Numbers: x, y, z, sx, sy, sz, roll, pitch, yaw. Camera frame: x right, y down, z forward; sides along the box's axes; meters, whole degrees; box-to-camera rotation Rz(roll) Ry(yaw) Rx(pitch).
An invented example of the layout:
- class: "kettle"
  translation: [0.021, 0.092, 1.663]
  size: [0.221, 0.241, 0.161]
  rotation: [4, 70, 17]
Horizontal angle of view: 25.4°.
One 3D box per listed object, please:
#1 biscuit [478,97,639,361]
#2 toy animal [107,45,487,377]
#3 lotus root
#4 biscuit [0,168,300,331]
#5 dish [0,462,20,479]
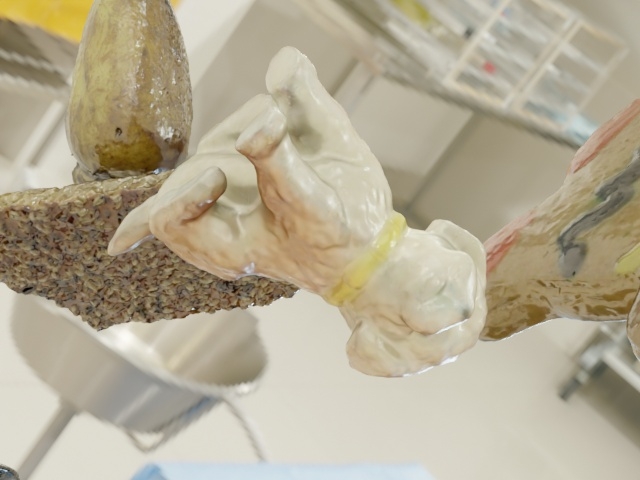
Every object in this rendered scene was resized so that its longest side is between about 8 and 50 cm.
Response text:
- class: "biscuit"
  translation: [0.314, -0.042, 1.224]
  size: [0.076, 0.368, 0.394]
  rotation: [52, -19, -19]
- class: "toy animal"
  translation: [-0.007, 0.013, 0.802]
  size: [0.185, 0.184, 0.104]
  rotation: [37, 45, -19]
- class: "lotus root"
  translation: [-0.140, -0.129, 1.055]
  size: [0.095, 0.190, 0.108]
  rotation: [3, 3, -6]
- class: "biscuit"
  translation: [-0.137, 0.011, 1.006]
  size: [0.026, 0.237, 0.131]
  rotation: [-96, 176, -50]
- class: "dish"
  translation: [-0.407, 0.287, 1.398]
  size: [0.080, 0.181, 0.243]
  rotation: [5, -18, 22]
